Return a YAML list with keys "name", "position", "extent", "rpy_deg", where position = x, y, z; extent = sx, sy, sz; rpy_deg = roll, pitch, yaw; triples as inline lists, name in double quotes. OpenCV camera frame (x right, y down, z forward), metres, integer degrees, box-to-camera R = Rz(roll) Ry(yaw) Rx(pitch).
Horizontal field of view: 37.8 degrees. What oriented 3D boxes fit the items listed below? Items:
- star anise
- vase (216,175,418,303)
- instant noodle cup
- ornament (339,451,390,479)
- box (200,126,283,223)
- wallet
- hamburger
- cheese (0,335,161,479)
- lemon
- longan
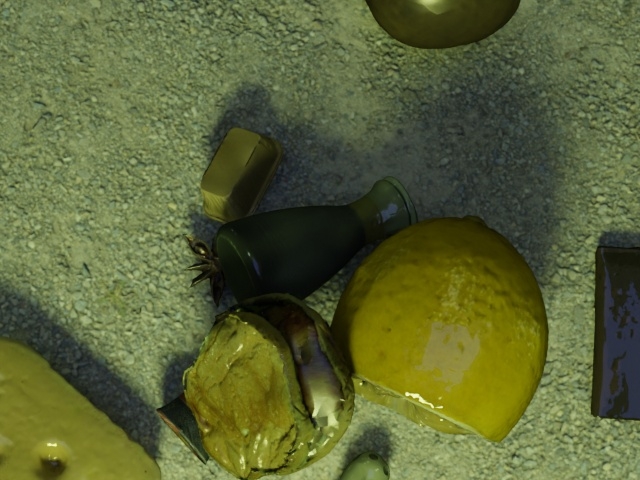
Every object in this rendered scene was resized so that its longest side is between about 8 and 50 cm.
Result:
- name: "star anise"
  position: [-0.189, 0.032, 1.613]
  extent: [0.129, 0.056, 0.124]
  rpy_deg: [42, 78, -13]
- name: "vase"
  position: [0.000, 0.000, 1.570]
  extent: [0.321, 0.173, 0.173]
  rpy_deg: [-23, 84, -22]
- name: "instant noodle cup"
  position: [-0.183, 0.282, 1.556]
  extent: [0.135, 0.127, 0.127]
  rpy_deg: [-42, 87, -17]
- name: "ornament"
  position: [0.052, 0.424, 1.567]
  extent: [0.075, 0.081, 0.156]
  rpy_deg: [44, 86, 7]
- name: "box"
  position: [-0.139, -0.115, 1.625]
  extent: [0.111, 0.111, 0.177]
  rpy_deg: [27, 77, 0]
- name: "wallet"
  position: [0.565, 0.165, 1.660]
  extent: [0.165, 0.042, 0.310]
  rpy_deg: [4, 80, -2]
- name: "hamburger"
  position: [-0.078, 0.219, 1.417]
  extent: [0.134, 0.284, 0.266]
  rpy_deg: [-21, 85, -46]
- name: "cheese"
  position: [-0.483, 0.383, 1.463]
  extent: [0.383, 0.104, 0.384]
  rpy_deg: [9, 62, -17]
- name: "lemon"
  position: [0.203, 0.127, 1.491]
  extent: [0.363, 0.364, 0.365]
  rpy_deg: [1, 82, -4]
- name: "longan"
  position: [0.213, -0.474, 1.618]
  extent: [0.297, 0.297, 0.298]
  rpy_deg: [1, 82, -4]
